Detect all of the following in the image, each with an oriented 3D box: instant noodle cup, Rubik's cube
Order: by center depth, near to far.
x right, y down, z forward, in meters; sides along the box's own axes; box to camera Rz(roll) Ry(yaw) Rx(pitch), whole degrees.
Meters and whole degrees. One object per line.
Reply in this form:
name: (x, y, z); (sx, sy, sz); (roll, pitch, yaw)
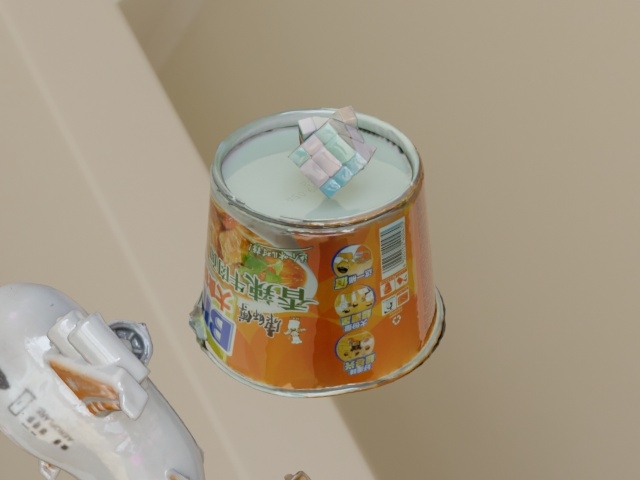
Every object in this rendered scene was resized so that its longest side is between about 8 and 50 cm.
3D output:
Rubik's cube: (0.014, -0.097, 1.345); (0.075, 0.084, 0.073); (-24, 12, 25)
instant noodle cup: (0.000, 0.000, 1.443); (0.296, 0.296, 0.214); (-22, -47, -27)

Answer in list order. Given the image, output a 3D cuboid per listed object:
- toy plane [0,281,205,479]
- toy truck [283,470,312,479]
toy plane: (-0.175, 0.138, 0.985); (0.117, 0.244, 0.244); (-42, -6, -31)
toy truck: (-0.101, 0.397, 1.451); (0.305, 0.136, 0.162); (-42, 2, -9)
